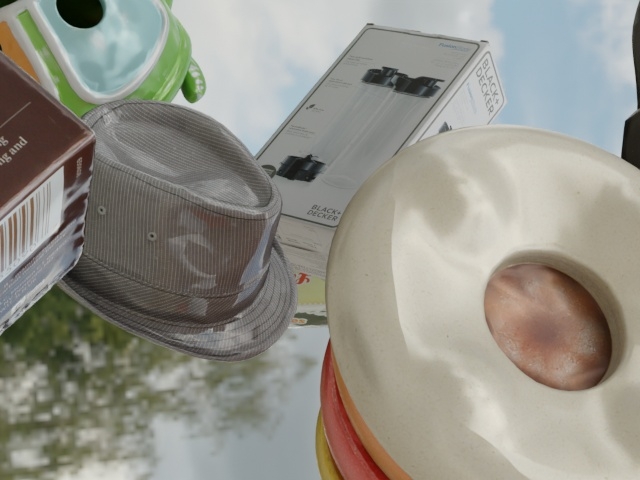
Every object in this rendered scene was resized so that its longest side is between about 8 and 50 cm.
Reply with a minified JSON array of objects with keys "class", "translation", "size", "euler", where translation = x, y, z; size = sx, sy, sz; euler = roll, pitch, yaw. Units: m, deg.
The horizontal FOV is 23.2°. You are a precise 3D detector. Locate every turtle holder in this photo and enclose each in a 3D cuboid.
[{"class":"turtle holder","translation":[-0.258,-0.232,1.735],"size":[0.243,0.320,0.227],"euler":[41,-14,48]}]

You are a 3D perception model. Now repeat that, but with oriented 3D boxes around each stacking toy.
[{"class":"stacking toy","translation":[0.108,0.156,1.325],"size":[0.480,0.350,0.350],"euler":[124,-41,-55]}]

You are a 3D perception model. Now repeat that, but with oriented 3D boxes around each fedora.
[{"class":"fedora","translation":[-0.129,-0.031,1.371],"size":[0.244,0.275,0.124],"euler":[-45,164,-53]}]

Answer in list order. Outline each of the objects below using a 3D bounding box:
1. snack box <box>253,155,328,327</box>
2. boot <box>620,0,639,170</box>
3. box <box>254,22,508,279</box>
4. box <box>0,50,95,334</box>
[{"class":"snack box","translation":[0.000,0.000,1.691],"size":[0.060,0.322,0.187],"euler":[78,12,-63]},{"class":"boot","translation":[0.345,-0.163,1.371],"size":[0.112,0.115,0.305],"euler":[150,-46,-67]},{"class":"box","translation":[0.049,-0.094,1.621],"size":[0.169,0.290,0.087],"euler":[14,-36,37]},{"class":"box","translation":[-0.260,-0.036,0.900],"size":[0.203,0.168,0.167],"euler":[41,-26,9]}]
